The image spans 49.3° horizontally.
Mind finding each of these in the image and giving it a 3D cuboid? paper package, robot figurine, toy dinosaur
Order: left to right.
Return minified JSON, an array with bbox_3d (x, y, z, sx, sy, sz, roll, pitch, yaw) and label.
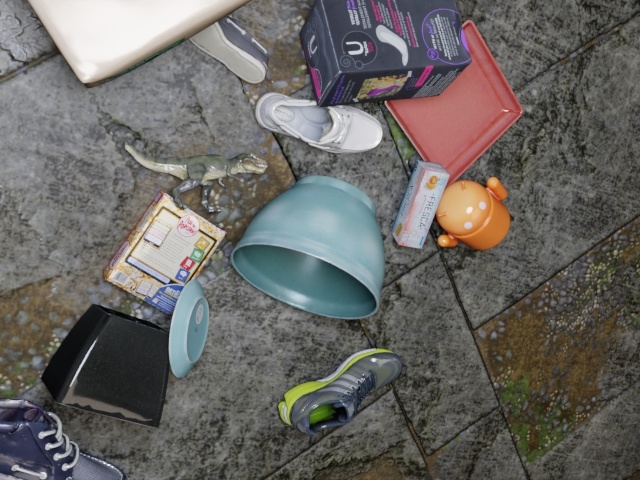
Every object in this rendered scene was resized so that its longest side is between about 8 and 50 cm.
[{"bbox_3d":[-0.303,-0.440,1.073,0.325,0.168,0.309,-32,105,-9],"label":"paper package"},{"bbox_3d":[-0.230,-0.113,1.297,0.268,0.064,0.118,1,82,-29],"label":"toy dinosaur"},{"bbox_3d":[0.332,-0.054,1.527,0.219,0.158,0.128,27,54,-50],"label":"robot figurine"}]

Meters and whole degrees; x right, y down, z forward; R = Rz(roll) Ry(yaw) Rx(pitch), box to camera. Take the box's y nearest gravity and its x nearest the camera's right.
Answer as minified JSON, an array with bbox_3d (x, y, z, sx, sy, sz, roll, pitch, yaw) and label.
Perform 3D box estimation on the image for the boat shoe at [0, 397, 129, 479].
[{"bbox_3d":[-0.499,0.396,1.292,0.341,0.127,0.158,18,105,-28],"label":"boat shoe"}]

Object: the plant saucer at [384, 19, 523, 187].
[{"bbox_3d":[0.282,-0.289,1.498,0.259,0.048,0.258,-44,118,-8],"label":"plant saucer"}]

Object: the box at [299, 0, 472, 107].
[{"bbox_3d":[0.118,-0.362,1.309,0.271,0.143,0.165,-9,78,-20],"label":"box"}]

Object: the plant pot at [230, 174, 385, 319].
[{"bbox_3d":[0.000,0.000,1.345,0.293,0.293,0.196,35,63,-29],"label":"plant pot"}]

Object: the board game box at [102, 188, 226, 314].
[{"bbox_3d":[-0.294,0.024,1.324,0.147,0.045,0.193,36,88,-29],"label":"board game box"}]

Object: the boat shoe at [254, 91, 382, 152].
[{"bbox_3d":[0.012,-0.221,1.364,0.277,0.096,0.098,6,102,-26],"label":"boat shoe"}]

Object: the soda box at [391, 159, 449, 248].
[{"bbox_3d":[0.212,-0.076,1.493,0.058,0.063,0.183,10,117,-17],"label":"soda box"}]

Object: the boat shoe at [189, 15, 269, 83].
[{"bbox_3d":[-0.176,-0.372,1.262,0.206,0.075,0.064,38,53,-26],"label":"boat shoe"}]

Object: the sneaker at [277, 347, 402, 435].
[{"bbox_3d":[0.062,0.344,1.543,0.300,0.121,0.111,-28,115,-15],"label":"sneaker"}]

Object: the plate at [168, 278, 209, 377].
[{"bbox_3d":[-0.242,0.168,1.323,0.024,0.188,0.188,7,105,10],"label":"plate"}]

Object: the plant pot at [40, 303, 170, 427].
[{"bbox_3d":[-0.376,0.219,1.276,0.188,0.188,0.166,24,83,-29],"label":"plant pot"}]
